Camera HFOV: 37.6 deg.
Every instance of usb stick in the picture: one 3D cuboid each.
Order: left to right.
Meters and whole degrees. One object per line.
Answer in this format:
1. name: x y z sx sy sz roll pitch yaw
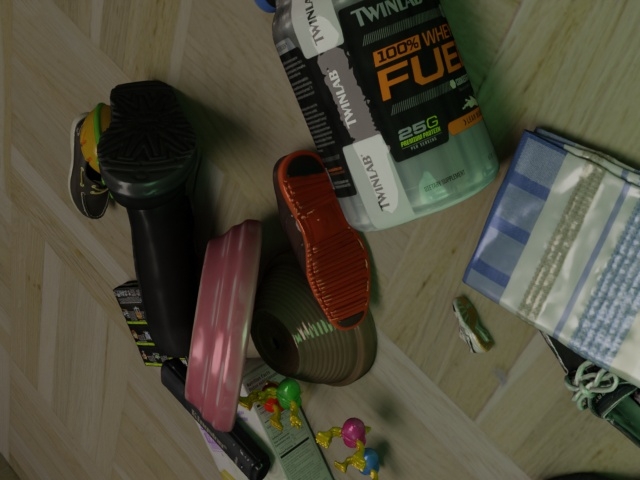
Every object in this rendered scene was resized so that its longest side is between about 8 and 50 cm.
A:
1. usb stick: -0.193 0.319 1.688 0.278 0.045 0.077 42 139 24

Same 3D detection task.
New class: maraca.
1. maraca: -0.375 -0.161 1.669 0.127 0.099 0.185 67 -168 -55

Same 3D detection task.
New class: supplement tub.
1. supplement tub: 0.066 -0.185 1.079 0.194 0.194 0.316 -11 105 52

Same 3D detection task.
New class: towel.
1. towel: 0.302 0.020 1.002 0.285 0.034 0.209 31 109 34

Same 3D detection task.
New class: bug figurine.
1. bug figurine: -0.002 0.295 1.510 0.279 0.072 0.216 32 160 11

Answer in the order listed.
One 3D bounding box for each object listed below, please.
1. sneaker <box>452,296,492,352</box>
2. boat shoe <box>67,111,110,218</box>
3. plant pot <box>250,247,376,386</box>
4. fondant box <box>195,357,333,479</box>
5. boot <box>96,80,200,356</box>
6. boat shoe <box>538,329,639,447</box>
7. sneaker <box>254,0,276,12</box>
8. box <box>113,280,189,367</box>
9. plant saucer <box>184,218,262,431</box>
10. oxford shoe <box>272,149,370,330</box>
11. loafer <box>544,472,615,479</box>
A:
1. sneaker: 0.195 0.116 1.259 0.037 0.032 0.083 -29 90 54
2. boat shoe: -0.436 -0.131 1.809 0.069 0.081 0.227 36 134 36
3. plant pot: -0.033 0.139 1.484 0.237 0.110 0.237 29 133 35
4. fondant box: -0.111 0.387 1.753 0.238 0.096 0.330 -15 100 53
5. boot: -0.267 0.009 1.551 0.367 0.146 0.445 -102 12 -59
6. boat shoe: 0.333 0.156 1.059 0.306 0.105 0.113 47 142 18
7. sneaker: -0.069 -0.408 1.196 0.090 0.081 0.232 -1 119 47
8. box: -0.332 0.170 1.917 0.191 0.045 0.184 -8 109 51
9. plant saucer: -0.153 0.128 1.467 0.332 0.084 0.332 -172 90 -85
10. oxford shoe: 0.000 0.000 1.384 0.098 0.097 0.271 -1 106 69
11. loafer: 0.365 0.350 1.155 0.302 0.109 0.095 -22 100 51
